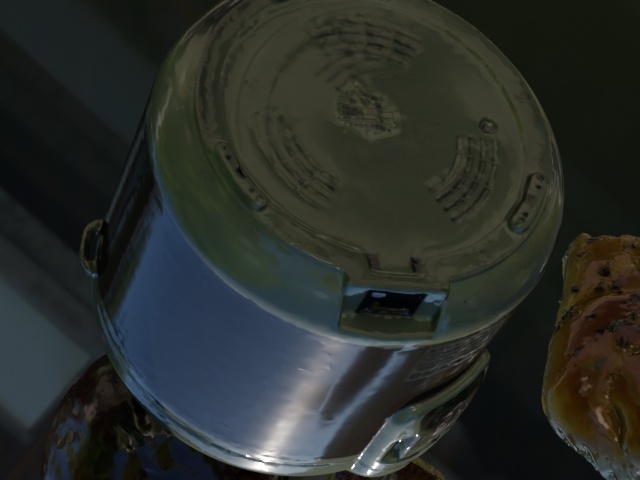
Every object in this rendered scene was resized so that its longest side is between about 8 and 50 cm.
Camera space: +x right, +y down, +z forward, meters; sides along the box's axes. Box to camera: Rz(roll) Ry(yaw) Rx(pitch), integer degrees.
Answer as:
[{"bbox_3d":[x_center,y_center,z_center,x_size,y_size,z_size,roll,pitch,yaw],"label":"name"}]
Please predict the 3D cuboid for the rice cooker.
[{"bbox_3d":[0.000,0.000,1.199,0.335,0.335,0.325,38,143,7],"label":"rice cooker"}]

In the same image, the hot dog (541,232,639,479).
[{"bbox_3d":[0.433,0.149,1.812,0.367,0.365,0.196,9,131,15],"label":"hot dog"}]

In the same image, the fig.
[{"bbox_3d":[-0.128,0.181,1.355,0.224,0.263,0.224,13,132,15],"label":"fig"}]

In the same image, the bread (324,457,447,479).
[{"bbox_3d":[0.067,0.251,1.618,0.054,0.136,0.154,-127,40,-67],"label":"bread"}]
